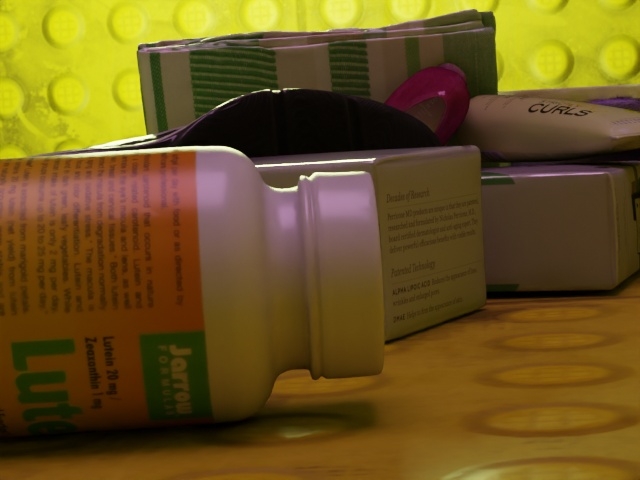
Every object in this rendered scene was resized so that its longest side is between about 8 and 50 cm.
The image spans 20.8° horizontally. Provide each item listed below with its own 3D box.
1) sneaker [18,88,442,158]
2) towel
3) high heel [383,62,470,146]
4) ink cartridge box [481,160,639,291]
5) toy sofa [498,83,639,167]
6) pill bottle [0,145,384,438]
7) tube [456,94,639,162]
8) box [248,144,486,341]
[{"bbox_3d":[-0.131,-0.035,1.444,0.447,0.169,0.257,-8,8,-26],"label":"sneaker"},{"bbox_3d":[0.003,-0.087,1.608,0.324,0.248,0.038,-5,30,-3],"label":"towel"},{"bbox_3d":[0.044,-0.054,1.532,0.244,0.082,0.117,-44,4,18],"label":"high heel"},{"bbox_3d":[0.175,-0.013,1.398,0.160,0.093,0.219,-2,5,18],"label":"ink cartridge box"},{"bbox_3d":[0.267,-0.066,1.615,0.177,0.150,0.362,-3,4,-33],"label":"toy sofa"},{"bbox_3d":[-0.095,0.024,0.853,0.245,0.136,0.136,-4,4,-2],"label":"pill bottle"},{"bbox_3d":[0.206,-0.093,1.455,0.070,0.062,0.240,-51,26,-16],"label":"tube"},{"bbox_3d":[0.000,0.000,1.207,0.181,0.119,0.182,-2,5,28],"label":"box"}]
